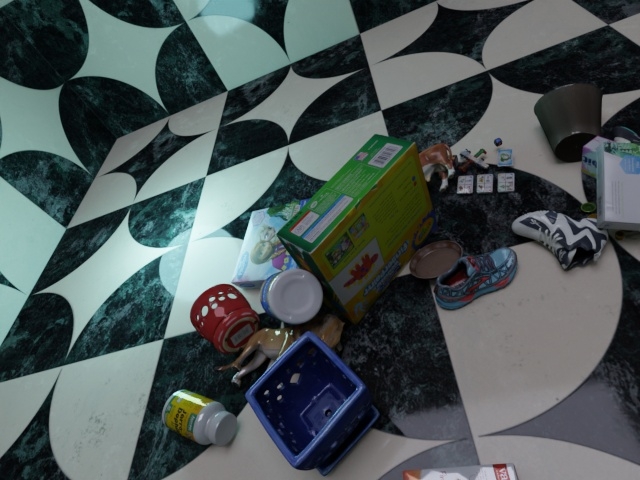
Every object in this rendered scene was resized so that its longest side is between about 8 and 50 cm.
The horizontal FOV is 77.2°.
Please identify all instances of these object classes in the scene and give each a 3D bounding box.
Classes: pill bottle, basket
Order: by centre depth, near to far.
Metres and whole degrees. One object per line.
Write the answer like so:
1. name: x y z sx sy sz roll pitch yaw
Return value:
1. pill bottle: -0.349 0.518 1.165 0.208 0.117 0.117 5 54 32
2. pill bottle: -0.100 0.165 1.194 0.152 0.152 0.272 -47 7 -17
3. basket: 0.830 -0.383 1.326 0.204 0.154 0.226 -5 53 27

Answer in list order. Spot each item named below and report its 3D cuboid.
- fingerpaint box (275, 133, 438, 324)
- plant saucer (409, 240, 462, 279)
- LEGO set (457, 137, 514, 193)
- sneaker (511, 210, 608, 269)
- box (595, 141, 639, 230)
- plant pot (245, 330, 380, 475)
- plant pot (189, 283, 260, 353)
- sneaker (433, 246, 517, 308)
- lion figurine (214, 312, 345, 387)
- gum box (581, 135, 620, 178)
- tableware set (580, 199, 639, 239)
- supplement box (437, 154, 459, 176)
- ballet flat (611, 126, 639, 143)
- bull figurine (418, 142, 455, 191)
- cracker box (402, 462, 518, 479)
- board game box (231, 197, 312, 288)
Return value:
1. fingerpaint box: 0.135 -0.032 1.219 0.163 0.371 0.445 27 68 43
2. plant saucer: 0.356 0.065 1.232 0.168 0.029 0.168 -26 26 14
3. LEGO set: 0.589 -0.258 1.429 0.183 0.060 0.244 0 60 24
4. sneaker: 0.648 0.005 1.103 0.235 0.094 0.153 14 50 25
5. box: 0.894 -0.133 1.020 0.322 0.058 0.232 6 74 15
6. plant pot: -0.005 0.414 1.003 0.236 0.212 0.236 -43 44 -13
7. plant pot: -0.308 0.262 1.327 0.191 0.191 0.174 -46 48 -15
8. sneaker: 0.437 0.091 1.119 0.262 0.125 0.104 -33 44 -2
9. lion figurine: -0.127 0.319 1.214 0.392 0.142 0.240 -5 36 32
10. gum box: 0.869 -0.223 1.183 0.062 0.107 0.188 -35 43 -5
11. tableware set: 0.814 -0.063 1.128 0.104 0.024 0.154 -18 45 14
12. supplement box: 0.475 -0.277 1.496 0.055 0.043 0.083 10 56 37
13. ballet flat: 0.952 -0.283 1.222 0.074 0.074 0.203 -28 45 3
14. bull figurine: 0.342 -0.232 1.464 0.310 0.101 0.188 -32 58 23
15. cracker box: 0.296 0.553 0.816 0.232 0.067 0.155 -14 46 16
16. board game box: -0.163 0.015 1.483 0.318 0.066 0.318 -9 57 36
